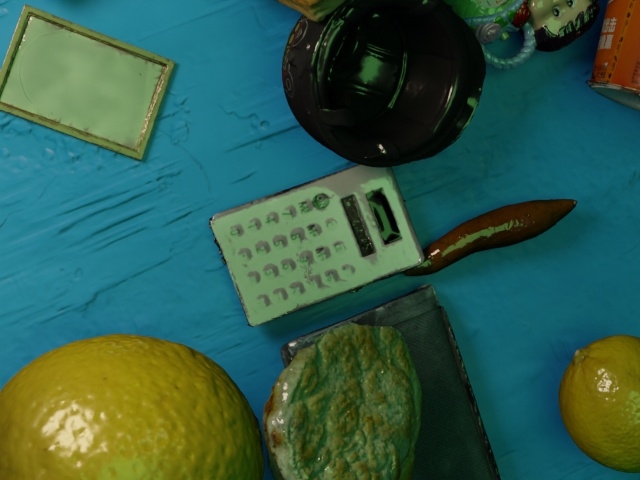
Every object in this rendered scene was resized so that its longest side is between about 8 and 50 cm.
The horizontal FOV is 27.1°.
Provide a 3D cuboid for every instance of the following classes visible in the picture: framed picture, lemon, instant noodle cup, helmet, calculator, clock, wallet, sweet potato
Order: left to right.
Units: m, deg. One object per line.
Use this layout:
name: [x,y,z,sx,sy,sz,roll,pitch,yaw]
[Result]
framed picture: [-0.299,-0.198,1.673,0.201,0.010,0.136,20,85,-16]
lemon: [-0.232,0.262,1.547,0.336,0.336,0.336,0,91,-16]
calculator: [0.000,0.000,1.742,0.261,0.021,0.161,-21,88,-13]
helmet: [0.062,-0.218,1.696,0.279,0.160,0.230,6,101,-40]
wallet: [0.103,0.255,1.767,0.237,0.075,0.342,-21,95,-21]
sweet potato: [0.230,-0.012,1.806,0.264,0.057,0.057,-18,96,-11]
clock: [0.263,-0.332,1.787,0.194,0.100,0.195,-36,98,-8]
lemon: [0.410,0.218,1.797,0.203,0.178,0.178,44,80,-14]
instant noodle cup: [0.498,-0.271,1.772,0.296,0.296,0.214,19,94,-15]

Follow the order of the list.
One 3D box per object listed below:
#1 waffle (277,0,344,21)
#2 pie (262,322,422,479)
waffle: [-0.026,-0.368,1.630,0.168,0.274,0.057,-46,136,-11]
pie: [0.034,0.230,1.614,0.274,0.105,0.257,-31,112,-45]
